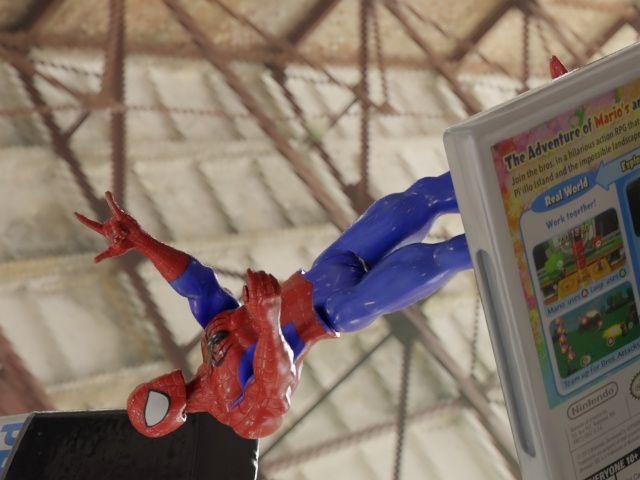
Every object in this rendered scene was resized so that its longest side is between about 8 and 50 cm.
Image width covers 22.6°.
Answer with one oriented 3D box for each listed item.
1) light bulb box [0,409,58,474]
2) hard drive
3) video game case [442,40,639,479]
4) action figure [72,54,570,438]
[{"bbox_3d":[-0.305,0.337,1.192,0.225,0.361,0.358,-74,-31,-48],"label":"light bulb box"},{"bbox_3d":[-0.133,0.211,0.917,0.054,0.172,0.255,50,-137,-50],"label":"hard drive"},{"bbox_3d":[0.117,0.005,0.513,0.157,0.019,0.143,-25,-70,-28],"label":"video game case"},{"bbox_3d":[0.000,0.000,0.767,0.139,0.280,0.091,42,-162,-42],"label":"action figure"}]
